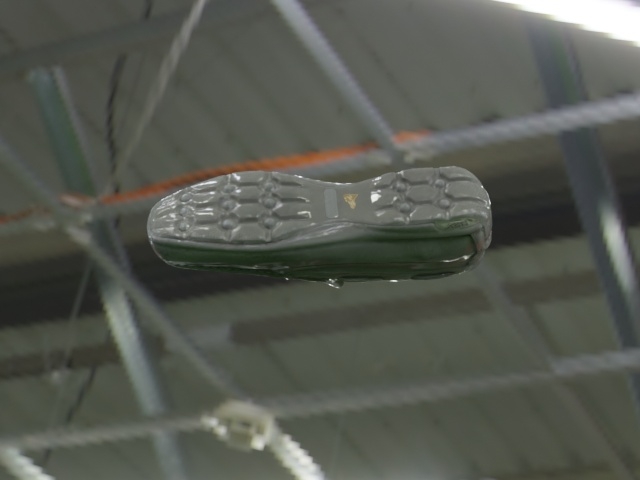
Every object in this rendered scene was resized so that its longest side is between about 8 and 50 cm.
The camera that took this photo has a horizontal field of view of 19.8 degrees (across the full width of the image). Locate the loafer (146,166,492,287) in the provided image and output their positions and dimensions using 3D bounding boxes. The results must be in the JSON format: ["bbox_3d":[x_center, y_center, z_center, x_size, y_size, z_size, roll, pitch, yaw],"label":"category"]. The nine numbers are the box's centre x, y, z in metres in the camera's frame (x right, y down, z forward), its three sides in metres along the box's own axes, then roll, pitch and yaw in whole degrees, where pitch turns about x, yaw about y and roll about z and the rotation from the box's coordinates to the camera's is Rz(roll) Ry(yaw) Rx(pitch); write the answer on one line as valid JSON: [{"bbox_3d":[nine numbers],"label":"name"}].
[{"bbox_3d":[0.000,0.000,1.707,0.319,0.112,0.111,-1,-45,2],"label":"loafer"}]
